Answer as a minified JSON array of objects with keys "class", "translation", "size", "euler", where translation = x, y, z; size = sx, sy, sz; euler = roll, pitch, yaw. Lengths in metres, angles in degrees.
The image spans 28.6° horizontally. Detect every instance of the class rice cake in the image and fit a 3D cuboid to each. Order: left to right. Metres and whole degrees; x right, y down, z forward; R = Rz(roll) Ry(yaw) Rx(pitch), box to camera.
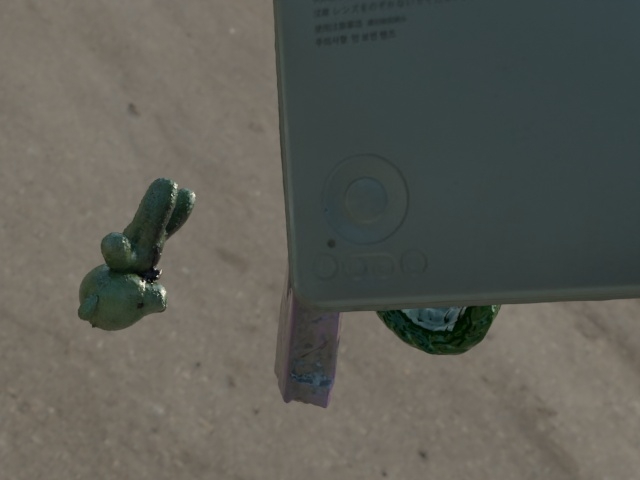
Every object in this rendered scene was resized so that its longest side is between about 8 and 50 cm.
[{"class":"rice cake","translation":[0.000,0.002,1.085],"size":[0.050,0.298,0.106],"euler":[5,20,-7]}]

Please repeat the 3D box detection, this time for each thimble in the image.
[{"class":"thimble","translation":[0.102,0.034,1.128],"size":[0.130,0.118,0.090],"euler":[22,35,9]}]

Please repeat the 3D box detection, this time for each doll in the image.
[{"class":"doll","translation":[-0.160,0.017,1.125],"size":[0.077,0.150,0.115],"euler":[29,0,10]}]

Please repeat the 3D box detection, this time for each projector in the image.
[{"class":"projector","translation":[0.114,-0.068,0.608],"size":[0.257,0.192,0.099],"euler":[-4,1,18]}]
